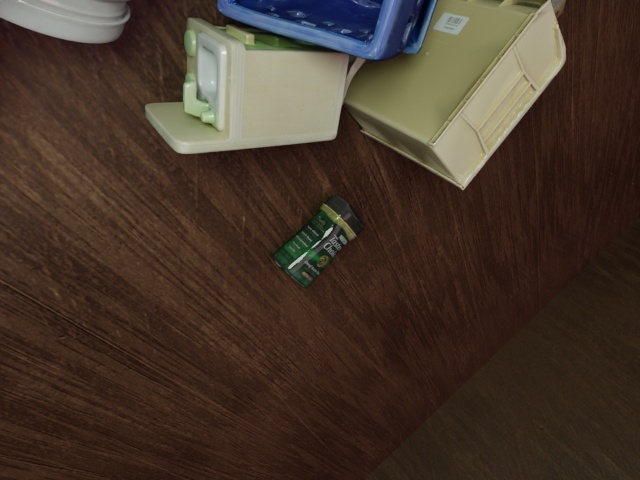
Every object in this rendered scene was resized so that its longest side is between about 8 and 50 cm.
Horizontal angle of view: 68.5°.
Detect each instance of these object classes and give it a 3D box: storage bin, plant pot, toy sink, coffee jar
[{"bbox_3d":[0.195,-0.265,0.759,0.260,0.262,0.123,-52,136,5],"label":"storage bin"},{"bbox_3d":[0.042,-0.359,0.568,0.212,0.236,0.236,-31,142,-57],"label":"plant pot"},{"bbox_3d":[-0.104,-0.215,0.635,0.234,0.153,0.131,-13,128,-31],"label":"toy sink"},{"bbox_3d":[0.000,0.000,0.935,0.184,0.079,0.096,-46,138,-1],"label":"coffee jar"}]

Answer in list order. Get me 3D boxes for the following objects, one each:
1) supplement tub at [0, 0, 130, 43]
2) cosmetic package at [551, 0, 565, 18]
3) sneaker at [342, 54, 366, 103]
[{"bbox_3d":[-0.214,-0.336,0.395,0.191,0.191,0.272,5,132,-41],"label":"supplement tub"},{"bbox_3d":[0.291,-0.448,0.716,0.129,0.153,0.296,-41,157,3],"label":"cosmetic package"},{"bbox_3d":[0.012,-0.277,0.754,0.086,0.064,0.192,24,104,-39],"label":"sneaker"}]
